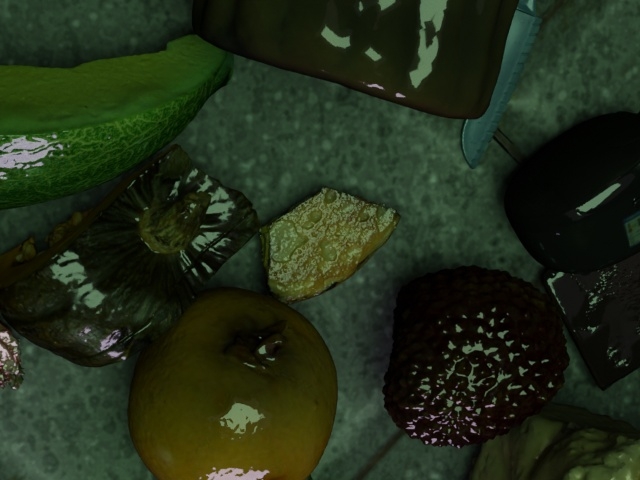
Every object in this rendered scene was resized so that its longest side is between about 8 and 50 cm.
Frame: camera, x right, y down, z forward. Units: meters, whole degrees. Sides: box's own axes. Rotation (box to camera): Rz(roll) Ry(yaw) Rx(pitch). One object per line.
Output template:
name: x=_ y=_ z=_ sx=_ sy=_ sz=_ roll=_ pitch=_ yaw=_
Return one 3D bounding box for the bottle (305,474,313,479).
bottle: x=0.005 y=0.393 z=1.820 sx=0.093 sy=0.093 sz=0.330 roll=-25 pitch=107 yaw=-9

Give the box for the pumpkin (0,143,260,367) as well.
pumpkin: x=-0.185 y=0.027 z=1.642 sx=0.248 sy=0.126 sz=0.131 roll=-34 pitch=109 yaw=13

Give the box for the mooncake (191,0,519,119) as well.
mooncake: x=0.033 y=-0.220 z=1.599 sx=0.290 sy=0.290 sz=0.161 roll=15 pitch=97 yaw=-17

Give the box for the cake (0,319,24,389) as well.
cake: x=-0.389 y=0.062 z=1.656 sx=0.098 sy=0.135 sz=0.287 roll=-49 pitch=129 yaw=-6

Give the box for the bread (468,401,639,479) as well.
bread: x=0.329 y=0.380 z=1.800 sx=0.371 sy=0.279 sz=0.390 roll=17 pitch=93 yaw=-16

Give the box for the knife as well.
knife: x=0.201 y=-0.220 z=1.783 sx=0.044 sy=0.019 sz=0.313 roll=18 pitch=99 yaw=-20

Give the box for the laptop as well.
laptop: x=0.346 y=0.043 z=1.873 sx=0.207 sy=0.026 sz=0.154 roll=-33 pitch=106 yaw=-7

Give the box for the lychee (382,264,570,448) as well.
lychee: x=0.153 y=0.115 z=1.750 sx=0.188 sy=0.188 sz=0.188 roll=-3 pitch=102 yaw=-14

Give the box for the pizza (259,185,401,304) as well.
pizza: x=0.000 y=0.000 z=1.764 sx=0.160 sy=0.036 sz=0.099 roll=-36 pitch=109 yaw=-6

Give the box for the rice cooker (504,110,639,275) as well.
rice cooker: x=0.284 y=-0.050 z=1.776 sx=0.203 sy=0.142 sz=0.118 roll=-28 pitch=120 yaw=-7

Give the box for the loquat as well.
loquat: x=-0.084 y=0.149 z=1.684 sx=0.208 sy=0.208 sz=0.208 roll=-3 pitch=102 yaw=-14

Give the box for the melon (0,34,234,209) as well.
melon: x=-0.222 y=-0.109 z=1.627 sx=0.323 sy=0.196 sz=0.124 roll=-13 pitch=79 yaw=-17
